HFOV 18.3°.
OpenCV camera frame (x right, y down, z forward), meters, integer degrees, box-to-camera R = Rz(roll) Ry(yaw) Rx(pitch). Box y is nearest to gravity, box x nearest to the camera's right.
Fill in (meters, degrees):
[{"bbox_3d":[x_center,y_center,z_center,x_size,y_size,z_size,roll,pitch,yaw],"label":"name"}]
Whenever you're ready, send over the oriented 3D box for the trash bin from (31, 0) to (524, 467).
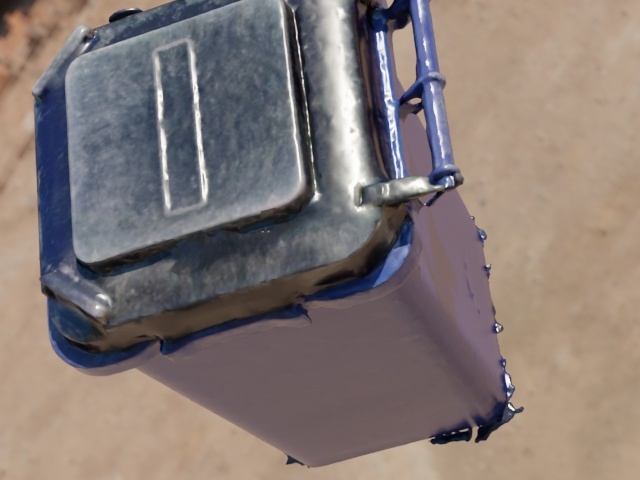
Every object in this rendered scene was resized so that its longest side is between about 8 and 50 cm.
[{"bbox_3d":[0.000,0.000,0.869,0.184,0.234,0.162,-16,59,17],"label":"trash bin"}]
